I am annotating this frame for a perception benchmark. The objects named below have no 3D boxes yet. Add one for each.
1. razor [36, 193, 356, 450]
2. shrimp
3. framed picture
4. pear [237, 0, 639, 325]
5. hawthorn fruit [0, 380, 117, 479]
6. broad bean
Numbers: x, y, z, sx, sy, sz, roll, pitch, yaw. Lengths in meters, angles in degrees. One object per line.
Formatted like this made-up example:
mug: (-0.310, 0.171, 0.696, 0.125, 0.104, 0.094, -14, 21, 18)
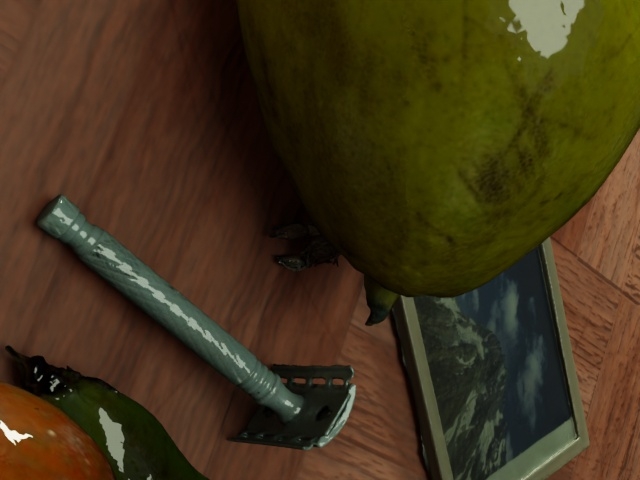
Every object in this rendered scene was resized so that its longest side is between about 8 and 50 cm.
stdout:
razor: (-0.088, 0.051, 0.756, 0.232, 0.106, 0.068, 44, 63, -23)
shrimp: (-0.002, 0.003, 0.862, 0.092, 0.029, 0.038, -4, 102, -36)
framed picture: (0.148, 0.095, 1.000, 0.209, 0.019, 0.281, -26, 108, -39)
pear: (0.084, -0.117, 0.776, 0.287, 0.287, 0.375, 3, 105, -42)
hawthorn fruit: (-0.195, 0.153, 0.602, 0.172, 0.173, 0.173, -1, 92, -42)
broad bean: (-0.091, 0.187, 0.762, 0.339, 0.061, 0.077, 52, 48, -30)
